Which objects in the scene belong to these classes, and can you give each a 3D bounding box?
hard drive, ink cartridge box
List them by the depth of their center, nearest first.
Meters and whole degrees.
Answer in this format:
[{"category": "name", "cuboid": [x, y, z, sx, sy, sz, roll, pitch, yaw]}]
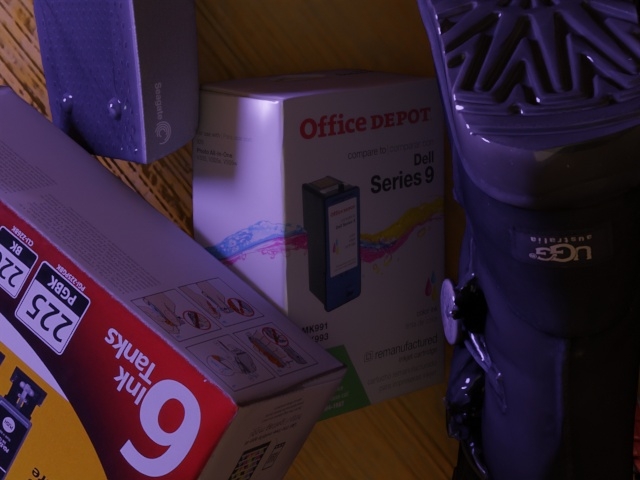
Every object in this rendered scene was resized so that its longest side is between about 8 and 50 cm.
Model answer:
[{"category": "ink cartridge box", "cuboid": [-0.185, 0.101, 1.190, 0.309, 0.130, 0.272, 38, 114, 21]}, {"category": "hard drive", "cuboid": [-0.137, -0.181, 1.204, 0.054, 0.172, 0.255, -12, 101, -27]}, {"category": "ink cartridge box", "cuboid": [0.000, 0.000, 1.235, 0.093, 0.154, 0.212, 8, 103, 44]}]

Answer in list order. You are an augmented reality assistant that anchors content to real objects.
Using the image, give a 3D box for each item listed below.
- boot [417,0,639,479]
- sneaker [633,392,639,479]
[{"category": "boot", "cuboid": [0.141, 0.021, 1.199, 0.146, 0.367, 0.445, -2, 128, 9]}, {"category": "sneaker", "cuboid": [0.287, 0.197, 1.316, 0.092, 0.088, 0.225, -28, 100, 4]}]
